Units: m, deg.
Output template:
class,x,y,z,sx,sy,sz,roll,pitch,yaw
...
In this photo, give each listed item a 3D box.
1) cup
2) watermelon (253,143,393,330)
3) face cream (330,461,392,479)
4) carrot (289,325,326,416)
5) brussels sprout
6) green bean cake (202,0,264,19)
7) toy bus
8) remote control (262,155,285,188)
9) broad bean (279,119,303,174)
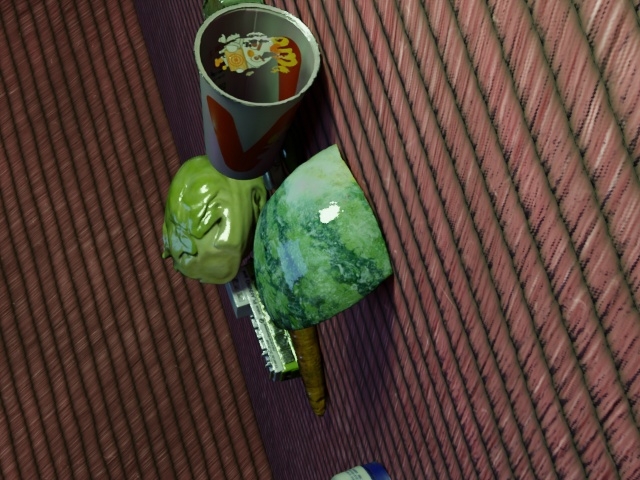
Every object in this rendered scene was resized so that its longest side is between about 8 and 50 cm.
class,x,y,z,sx,sy,sz,roll,pitch,yaw
cup,-0.119,-0.229,1.393,0.288,0.203,0.203,114,139,-63
watermelon,0.000,0.000,1.323,0.176,0.256,0.260,-43,-62,-55
face cream,0.093,0.548,1.619,0.206,0.111,0.206,164,90,-78
carrot,-0.028,0.276,1.887,0.066,0.066,0.314,-133,30,-61
brussels sprout,-0.249,-0.064,1.972,0.328,0.247,0.328,-179,90,-89
green bean cake,-0.157,-0.407,1.590,0.181,0.094,0.173,145,108,-74
toy bus,-0.124,0.193,2.008,0.113,0.139,0.302,101,149,-65
remote control,-0.104,-0.148,1.688,0.309,0.038,0.090,-145,38,-83
broad bean,-0.067,-0.236,1.527,0.065,0.046,0.255,29,133,53
